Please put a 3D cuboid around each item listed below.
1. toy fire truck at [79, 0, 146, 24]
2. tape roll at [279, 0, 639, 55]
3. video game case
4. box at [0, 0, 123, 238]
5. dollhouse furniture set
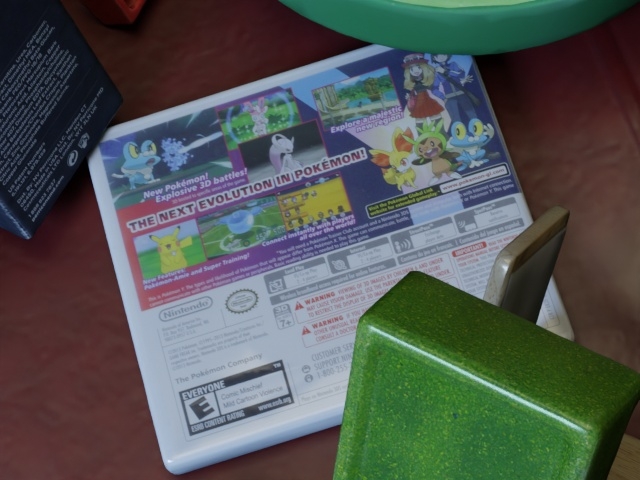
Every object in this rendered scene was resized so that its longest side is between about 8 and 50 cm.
[{"bbox_3d":[-0.181,-0.186,0.949,0.135,0.192,0.047,10,65,42],"label":"toy fire truck"},{"bbox_3d":[0.069,-0.254,0.916,0.321,0.077,0.321,0,80,2],"label":"tape roll"},{"bbox_3d":[0.000,0.000,0.908,0.201,0.023,0.183,-17,66,1],"label":"video game case"},{"bbox_3d":[-0.200,-0.098,0.891,0.156,0.158,0.093,25,72,25],"label":"box"},{"bbox_3d":[0.176,0.111,0.713,0.301,0.151,0.197,25,33,22],"label":"dollhouse furniture set"}]
